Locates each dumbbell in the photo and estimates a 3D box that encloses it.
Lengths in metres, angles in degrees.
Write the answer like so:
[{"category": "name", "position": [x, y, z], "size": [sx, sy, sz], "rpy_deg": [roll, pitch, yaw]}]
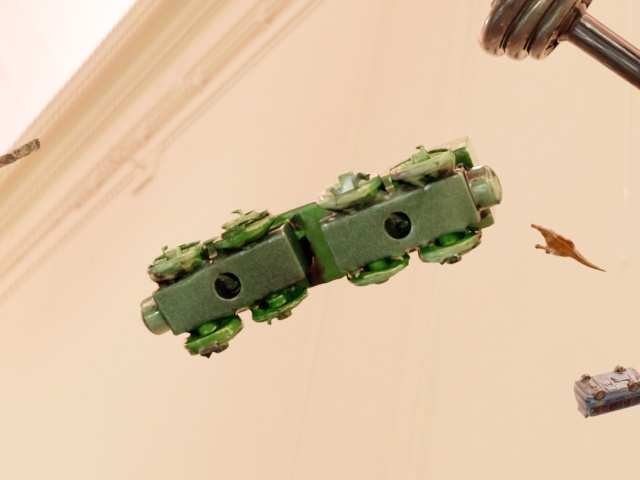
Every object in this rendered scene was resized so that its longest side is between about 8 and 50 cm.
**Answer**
[{"category": "dumbbell", "position": [0.362, -0.217, 1.437], "size": [0.406, 0.179, 0.179], "rpy_deg": [38, -34, 11]}]

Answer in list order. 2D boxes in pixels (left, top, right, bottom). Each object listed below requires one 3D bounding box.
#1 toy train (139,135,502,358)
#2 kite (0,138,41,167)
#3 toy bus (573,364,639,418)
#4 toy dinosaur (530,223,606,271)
[{"category": "toy train", "position": [0.000, 0.000, 0.800], "size": [0.251, 0.119, 0.085], "rpy_deg": [-19, -81, 12]}, {"category": "kite", "position": [-0.244, -0.050, 0.860], "size": [0.005, 0.152, 0.137], "rpy_deg": [22, -52, 13]}, {"category": "toy bus", "position": [0.346, 0.182, 1.444], "size": [0.083, 0.038, 0.046], "rpy_deg": [-12, -58, -16]}, {"category": "toy dinosaur", "position": [0.279, 0.010, 1.386], "size": [0.113, 0.026, 0.041], "rpy_deg": [35, -13, -22]}]
